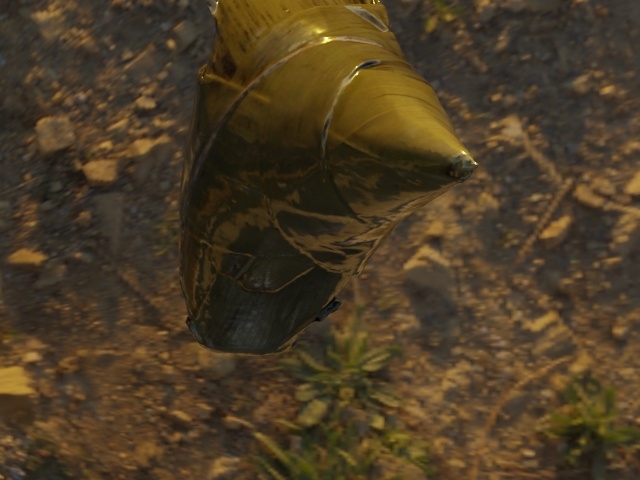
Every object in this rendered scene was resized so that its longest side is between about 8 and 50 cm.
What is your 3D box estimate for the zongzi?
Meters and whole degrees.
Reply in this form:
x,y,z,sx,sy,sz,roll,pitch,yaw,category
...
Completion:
x,y,z,sx,sy,sz,roll,pitch,yaw,category
0.000,0.000,0.940,0.145,0.300,0.273,0,119,-24,zongzi
